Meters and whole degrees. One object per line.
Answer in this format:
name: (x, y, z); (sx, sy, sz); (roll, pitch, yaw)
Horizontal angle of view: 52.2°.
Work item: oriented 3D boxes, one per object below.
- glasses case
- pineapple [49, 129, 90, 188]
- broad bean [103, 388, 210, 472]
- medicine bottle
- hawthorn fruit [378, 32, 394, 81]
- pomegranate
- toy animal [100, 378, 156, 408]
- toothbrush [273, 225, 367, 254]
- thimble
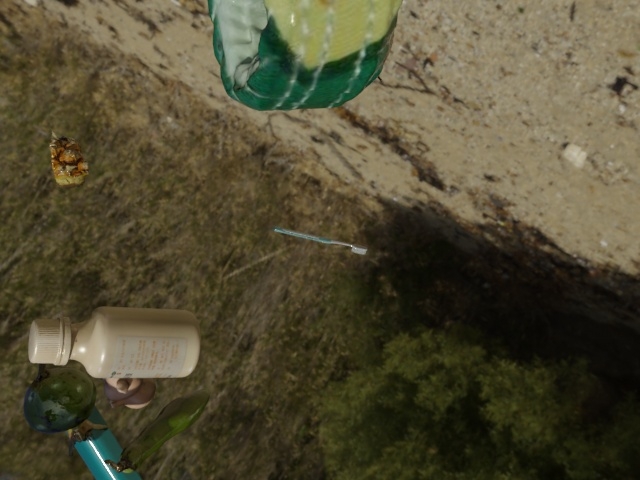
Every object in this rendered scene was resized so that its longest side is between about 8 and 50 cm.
glasses case: (-0.566, 0.543, 1.665); (0.301, 0.117, 0.070); (61, -143, -11)
pineapple: (-0.515, -0.156, 1.338); (0.069, 0.116, 0.137); (-9, -137, -22)
broad bean: (-0.319, 0.384, 1.308); (0.067, 0.075, 0.325); (48, -150, 2)
medicine bottle: (-0.325, 0.162, 1.038); (0.252, 0.114, 0.114); (7, -164, -32)
hawthorn fruit: (0.039, -0.314, 0.999); (0.181, 0.181, 0.235); (27, -153, -41)
pomegranate: (-0.571, 0.374, 1.472); (0.156, 0.156, 0.220); (32, 155, 36)
toy animal: (-0.351, 0.264, 1.213); (0.150, 0.089, 0.083); (78, 168, -61)
toothbrush: (0.000, 0.000, 1.127); (0.167, 0.014, 0.011); (13, -147, -7)
thimble: (-0.026, -0.293, 0.776); (0.167, 0.254, 0.288); (-9, 168, -24)
